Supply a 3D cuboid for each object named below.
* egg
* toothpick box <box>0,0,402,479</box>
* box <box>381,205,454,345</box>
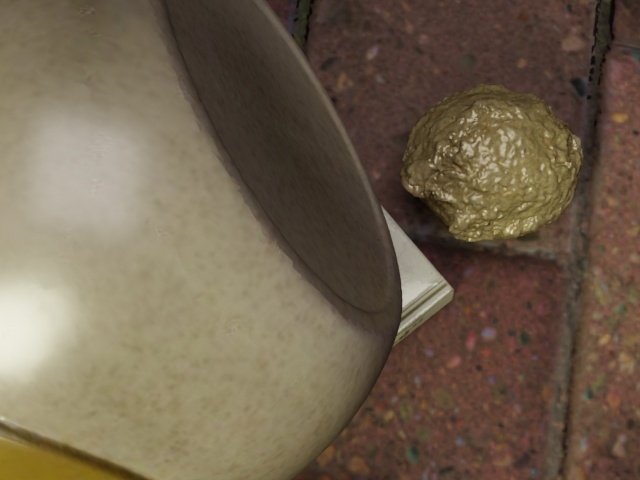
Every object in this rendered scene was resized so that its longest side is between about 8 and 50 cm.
[{"bbox_3d":[0.130,-0.059,1.119,0.140,0.116,0.118,5,45,-3],"label":"egg"},{"bbox_3d":[-0.196,0.028,0.922,0.425,0.409,0.409,-27,76,16],"label":"toothpick box"},{"bbox_3d":[0.000,0.000,1.136,0.109,0.029,0.198,-37,78,-14],"label":"box"}]
